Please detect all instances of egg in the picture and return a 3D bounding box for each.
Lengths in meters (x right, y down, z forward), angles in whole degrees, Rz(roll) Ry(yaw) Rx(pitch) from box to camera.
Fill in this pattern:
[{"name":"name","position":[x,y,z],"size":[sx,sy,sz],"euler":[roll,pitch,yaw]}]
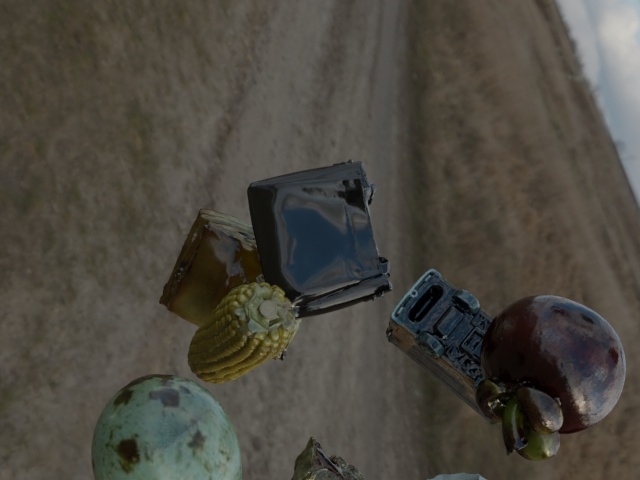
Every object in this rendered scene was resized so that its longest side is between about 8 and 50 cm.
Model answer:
[{"name":"egg","position":[-0.172,0.266,1.112],"size":[0.169,0.169,0.231],"euler":[-57,131,-69]}]

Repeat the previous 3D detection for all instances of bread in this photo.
[{"name":"bread","position":[-0.185,0.103,2.046],"size":[0.324,0.277,0.167],"euler":[29,18,13]}]

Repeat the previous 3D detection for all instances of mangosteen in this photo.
[{"name":"mangosteen","position":[0.328,0.209,1.409],"size":[0.215,0.215,0.257],"euler":[54,55,-40]}]

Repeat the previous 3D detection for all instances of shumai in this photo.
[{"name":"shumai","position":[0.004,0.383,1.471],"size":[0.139,0.123,0.105],"euler":[-55,155,-25]}]

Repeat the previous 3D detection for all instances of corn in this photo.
[{"name":"corn","position":[-0.150,0.176,1.765],"size":[0.387,0.144,0.144],"euler":[136,-61,-64]}]

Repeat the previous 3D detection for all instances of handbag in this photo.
[{"name":"handbag","position":[0.000,0.000,1.878],"size":[0.113,0.257,0.285],"euler":[27,50,-76]}]

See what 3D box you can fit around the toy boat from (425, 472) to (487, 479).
[{"name":"toy boat","position":[0.230,0.480,1.690],"size":[0.290,0.199,0.100],"euler":[-20,101,-59]}]

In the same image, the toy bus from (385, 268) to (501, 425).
[{"name":"toy bus","position":[0.258,0.194,1.726],"size":[0.275,0.138,0.167],"euler":[39,-17,10]}]
